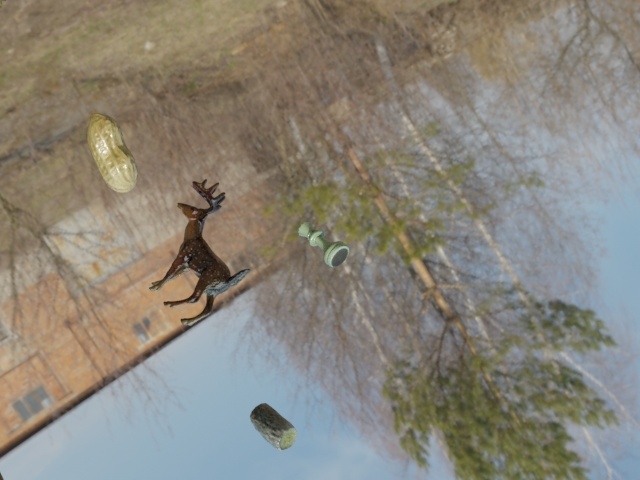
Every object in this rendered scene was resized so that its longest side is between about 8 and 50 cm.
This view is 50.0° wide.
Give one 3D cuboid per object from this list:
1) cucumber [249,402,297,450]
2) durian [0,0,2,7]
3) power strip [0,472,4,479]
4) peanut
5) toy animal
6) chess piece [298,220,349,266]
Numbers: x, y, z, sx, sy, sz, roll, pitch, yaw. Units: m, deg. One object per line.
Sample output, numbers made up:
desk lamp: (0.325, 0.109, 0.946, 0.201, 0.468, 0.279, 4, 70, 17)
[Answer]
cucumber: (-0.103, 0.396, 1.462, 0.064, 0.064, 0.112, -35, -138, -27)
durian: (-0.533, -0.449, 0.982, 0.293, 0.258, 0.258, -7, -163, 19)
power strip: (-0.648, 0.483, 1.310, 0.092, 0.066, 0.387, -20, -138, -35)
peanut: (-0.475, -0.197, 1.564, 0.083, 0.194, 0.093, -26, -149, -18)
toy animal: (-0.251, 0.024, 1.451, 0.260, 0.243, 0.087, -46, 160, -2)
chess piece: (0.000, 0.000, 1.067, 0.042, 0.042, 0.093, -30, -128, -27)
